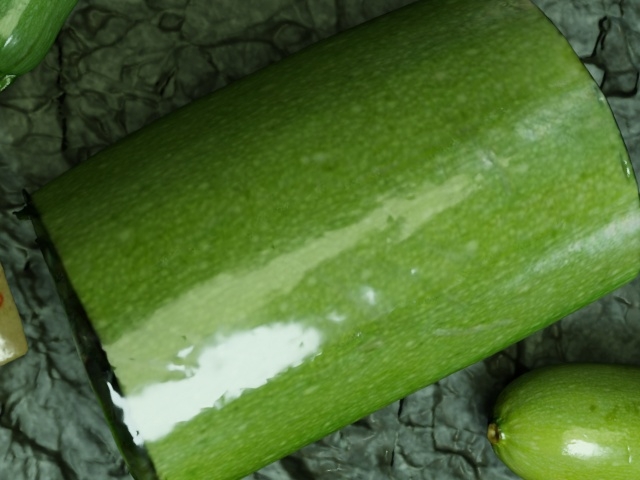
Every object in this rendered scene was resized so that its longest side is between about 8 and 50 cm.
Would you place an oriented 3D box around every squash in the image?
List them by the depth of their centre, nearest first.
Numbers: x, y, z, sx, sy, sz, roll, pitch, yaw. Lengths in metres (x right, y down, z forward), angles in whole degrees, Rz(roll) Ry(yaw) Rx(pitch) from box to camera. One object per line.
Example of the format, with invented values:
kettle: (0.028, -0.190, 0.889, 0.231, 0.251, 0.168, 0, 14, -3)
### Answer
squash: (0.000, 0.000, 0.991, 0.384, 0.263, 0.263, -26, 100, -12)
squash: (-0.196, -0.200, 1.017, 0.077, 0.068, 0.219, 36, 85, -20)
squash: (0.221, 0.158, 1.139, 0.187, 0.123, 0.123, 5, 93, -13)

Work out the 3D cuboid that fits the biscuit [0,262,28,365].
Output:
biscuit: (-0.322, 0.032, 1.015, 0.239, 0.041, 0.212, 26, 85, -15)
